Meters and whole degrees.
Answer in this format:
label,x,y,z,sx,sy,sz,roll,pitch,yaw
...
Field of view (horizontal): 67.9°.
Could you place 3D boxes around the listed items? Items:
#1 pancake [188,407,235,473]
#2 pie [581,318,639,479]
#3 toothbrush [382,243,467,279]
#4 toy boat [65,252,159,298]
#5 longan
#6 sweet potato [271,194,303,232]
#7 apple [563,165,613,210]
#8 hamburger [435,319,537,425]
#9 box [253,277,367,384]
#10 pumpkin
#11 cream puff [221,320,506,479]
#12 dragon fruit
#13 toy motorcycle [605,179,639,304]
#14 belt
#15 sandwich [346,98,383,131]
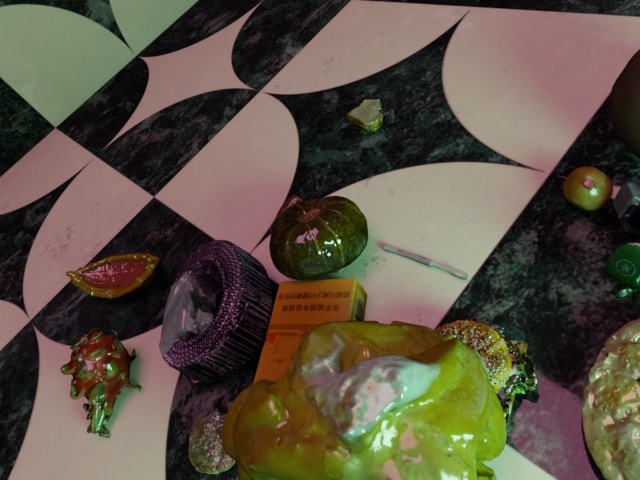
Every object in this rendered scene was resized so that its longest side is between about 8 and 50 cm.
label,x,y,z,sx,sy,sz,roll,pitch,yaw
pancake,-0.198,0.380,0.900,0.130,0.022,0.116,1,58,28
pie,0.517,0.231,0.593,0.340,0.077,0.338,-17,46,18
toothbrush,0.206,0.041,0.950,0.195,0.017,0.014,22,69,38
toy boat,-0.532,0.089,1.257,0.318,0.099,0.140,-8,49,26
longan,0.625,-0.231,0.785,0.258,0.258,0.257,-15,50,18
sweet potato,-0.084,-0.061,1.165,0.049,0.049,0.117,34,83,41
apple,0.483,-0.092,0.862,0.071,0.084,0.084,-52,47,7
hamburger,0.241,0.197,0.758,0.190,0.093,0.163,-1,55,25
box,-0.020,0.207,0.903,0.175,0.076,0.273,-6,53,26
pumpkin,0.000,0.000,1.006,0.219,0.162,0.219,-21,23,9
cream puff,0.081,0.246,0.635,0.379,0.378,0.275,3,46,30
dragon fruit,-0.475,0.308,1.045,0.137,0.135,0.235,-26,68,10
toy motorcycle,0.520,0.001,0.719,0.187,0.124,0.274,9,44,4
belt,-0.228,0.138,1.008,0.260,0.122,0.324,-43,39,13
sandwich,0.134,-0.335,1.267,0.093,0.035,0.105,-39,48,-5
